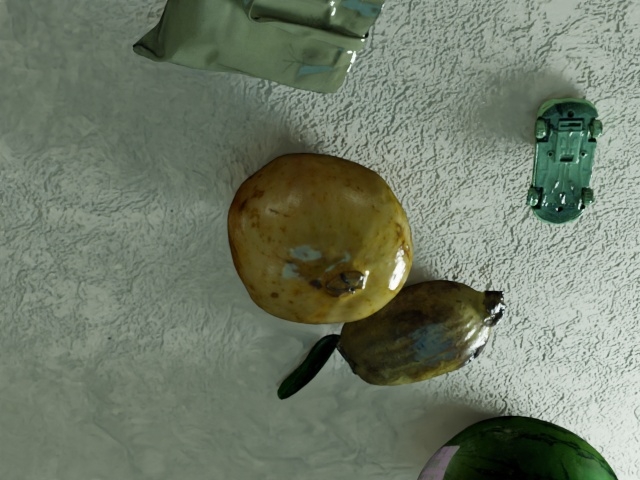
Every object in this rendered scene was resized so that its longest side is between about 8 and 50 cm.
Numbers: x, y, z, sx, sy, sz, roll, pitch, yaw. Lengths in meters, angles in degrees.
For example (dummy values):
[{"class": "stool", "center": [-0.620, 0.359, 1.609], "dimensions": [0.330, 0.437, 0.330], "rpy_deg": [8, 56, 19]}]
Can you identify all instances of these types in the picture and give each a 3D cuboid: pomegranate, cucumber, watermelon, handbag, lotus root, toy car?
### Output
[{"class": "pomegranate", "center": [0.000, 0.000, 1.750], "dimensions": [0.248, 0.248, 0.248], "rpy_deg": [-3, 136, -3]}, {"class": "cucumber", "center": [-0.015, 0.195, 2.096], "dimensions": [0.036, 0.033, 0.184], "rpy_deg": [-3, 143, -41]}, {"class": "watermelon", "center": [0.326, 0.450, 2.184], "dimensions": [0.363, 0.363, 0.363], "rpy_deg": [-3, 136, -3]}, {"class": "handbag", "center": [-0.043, -0.300, 1.521], "dimensions": [0.253, 0.109, 0.315], "rpy_deg": [10, 134, -23]}, {"class": "lotus root", "center": [0.150, 0.130, 1.976], "dimensions": [0.260, 0.128, 0.145], "rpy_deg": [-22, 124, 15]}, {"class": "toy car", "center": [0.316, -0.106, 1.794], "dimensions": [0.093, 0.058, 0.186], "rpy_deg": [-2, 124, -3]}]
